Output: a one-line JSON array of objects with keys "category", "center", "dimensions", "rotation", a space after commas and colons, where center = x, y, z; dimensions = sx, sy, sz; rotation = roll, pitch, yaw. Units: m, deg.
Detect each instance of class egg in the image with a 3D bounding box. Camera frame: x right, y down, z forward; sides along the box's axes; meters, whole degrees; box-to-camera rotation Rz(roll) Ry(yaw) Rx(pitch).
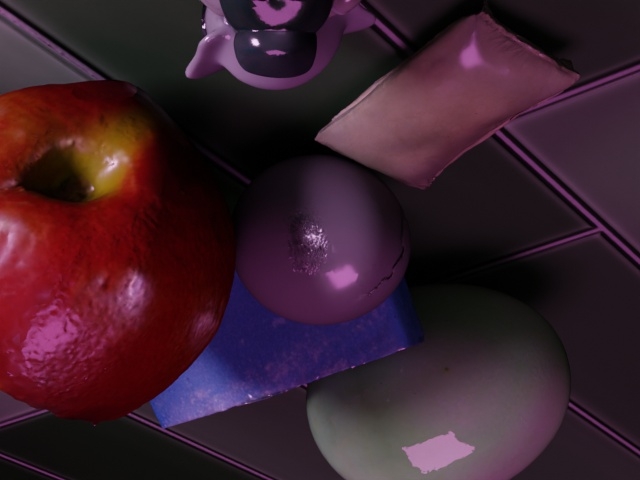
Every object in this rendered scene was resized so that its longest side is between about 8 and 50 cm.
[{"category": "egg", "center": [0.117, 0.153, 1.487], "dimensions": [0.269, 0.220, 0.220], "rotation": [-13, 148, 22]}, {"category": "egg", "center": [0.000, 0.000, 1.267], "dimensions": [0.146, 0.146, 0.198], "rotation": [18, 180, -30]}]

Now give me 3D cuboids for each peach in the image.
[{"category": "peach", "center": [-0.210, 0.024, 1.219], "dimensions": [0.281, 0.281, 0.338], "rotation": [6, 151, -12]}]

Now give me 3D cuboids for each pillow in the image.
[{"category": "pillow", "center": [0.097, -0.108, 1.195], "dimensions": [0.119, 0.053, 0.208], "rotation": [19, 142, -31]}]

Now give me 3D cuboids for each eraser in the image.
[{"category": "eraser", "center": [-0.057, 0.078, 1.437], "dimensions": [0.311, 0.144, 0.042], "rotation": [-21, 178, 31]}]

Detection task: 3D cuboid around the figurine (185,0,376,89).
[{"category": "figurine", "center": [-0.032, -0.163, 1.031], "dimensions": [0.147, 0.126, 0.192], "rotation": [-9, 167, -5]}]
